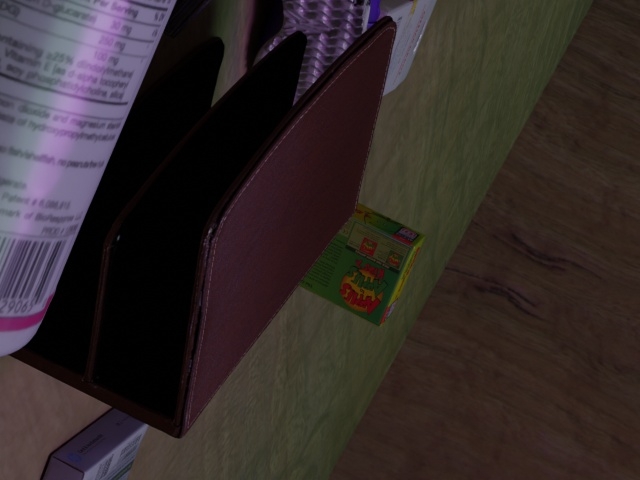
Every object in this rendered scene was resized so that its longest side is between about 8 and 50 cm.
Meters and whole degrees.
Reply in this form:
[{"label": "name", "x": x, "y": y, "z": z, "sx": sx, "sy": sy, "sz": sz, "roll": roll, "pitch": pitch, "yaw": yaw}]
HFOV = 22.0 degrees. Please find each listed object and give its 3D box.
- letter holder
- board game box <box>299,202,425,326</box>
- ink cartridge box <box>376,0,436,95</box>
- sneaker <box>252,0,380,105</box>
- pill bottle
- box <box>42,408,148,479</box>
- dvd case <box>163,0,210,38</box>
[{"label": "letter holder", "x": -0.081, "y": -0.049, "z": 1.191, "sx": 0.302, "sy": 0.152, "sz": 0.214, "roll": -52, "pitch": 163, "yaw": -47}, {"label": "board game box", "x": 0.000, "y": 0.000, "z": 1.595, "sx": 0.092, "sy": 0.181, "sz": 0.043, "roll": -68, "pitch": 168, "yaw": 23}, {"label": "ink cartridge box", "x": 0.051, "y": -0.206, "z": 1.666, "sx": 0.115, "sy": 0.067, "sz": 0.198, "roll": -68, "pitch": 167, "yaw": 22}, {"label": "sneaker", "x": 0.018, "y": -0.221, "z": 1.388, "sx": 0.293, "sy": 0.102, "sz": 0.146, "roll": 103, "pitch": 8, "yaw": -60}, {"label": "pill bottle", "x": -0.146, "y": -0.107, "z": 0.702, "sx": 0.283, "sy": 0.160, "sz": 0.160, "roll": -66, "pitch": 169, "yaw": 10}, {"label": "box", "x": -0.228, "y": 0.256, "z": 1.503, "sx": 0.186, "sy": 0.038, "sz": 0.145, "roll": -68, "pitch": 168, "yaw": 19}, {"label": "dvd case", "x": -0.021, "y": -0.250, "z": 1.166, "sx": 0.164, "sy": 0.018, "sz": 0.221, "roll": -33, "pitch": -160, "yaw": 55}]
